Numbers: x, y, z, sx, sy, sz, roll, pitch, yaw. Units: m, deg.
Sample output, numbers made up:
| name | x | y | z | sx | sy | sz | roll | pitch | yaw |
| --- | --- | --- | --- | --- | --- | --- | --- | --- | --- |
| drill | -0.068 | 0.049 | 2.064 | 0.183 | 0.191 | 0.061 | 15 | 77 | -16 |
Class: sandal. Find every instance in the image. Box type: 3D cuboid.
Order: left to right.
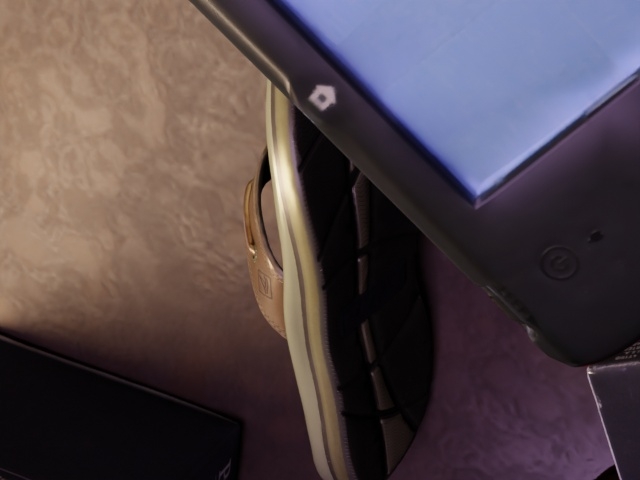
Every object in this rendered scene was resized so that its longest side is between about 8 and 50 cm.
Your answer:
| name | x | y | z | sx | sy | sz | roll | pitch | yaw |
| --- | --- | --- | --- | --- | --- | --- | --- | --- | --- |
| sandal | -0.001 | 0.002 | 0.829 | 0.086 | 0.120 | 0.303 | 17 | 120 | 36 |

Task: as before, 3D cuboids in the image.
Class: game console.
| name | x | y | z | sx | sy | sz | roll | pitch | yaw |
| --- | --- | --- | --- | --- | --- | --- | --- | --- | --- |
| game console | 0.111 | -0.160 | 0.642 | 0.342 | 0.060 | 0.386 | -41 | 105 | 20 |

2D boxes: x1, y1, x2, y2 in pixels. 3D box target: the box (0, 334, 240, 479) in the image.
| name | x | y | z | sx | sy | sz | roll | pitch | yaw |
| --- | --- | --- | --- | --- | --- | --- | --- | --- | --- |
| box | -0.236 | 0.286 | 0.902 | 0.212 | 0.395 | 0.293 | 17 | 119 | 19 |

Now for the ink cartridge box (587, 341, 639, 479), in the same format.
| name | x | y | z | sx | sy | sz | roll | pitch | yaw |
| --- | --- | --- | --- | --- | --- | --- | --- | --- | --- |
| ink cartridge box | 0.264 | 0.137 | 0.792 | 0.206 | 0.045 | 0.208 | -12 | 107 | 30 |
